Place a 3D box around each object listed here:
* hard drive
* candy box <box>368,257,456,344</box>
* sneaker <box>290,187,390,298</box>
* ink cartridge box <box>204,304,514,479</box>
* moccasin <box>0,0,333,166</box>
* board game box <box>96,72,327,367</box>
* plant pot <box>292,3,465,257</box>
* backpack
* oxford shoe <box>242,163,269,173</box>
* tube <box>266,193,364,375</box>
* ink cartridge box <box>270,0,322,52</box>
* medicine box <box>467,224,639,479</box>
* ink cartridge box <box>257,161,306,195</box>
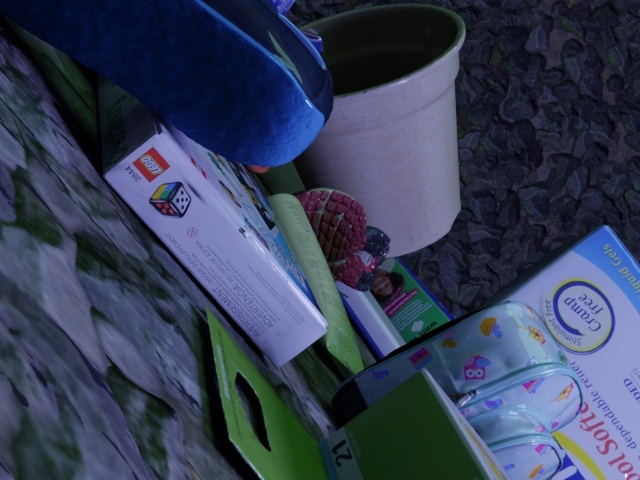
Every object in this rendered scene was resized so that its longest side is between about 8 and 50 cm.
[{"bbox_3d":[0.106,0.163,1.649,0.319,0.040,0.210,55,4,26],"label":"hard drive"},{"bbox_3d":[0.220,0.203,1.922,0.268,0.122,0.317,47,1,-40],"label":"candy box"},{"bbox_3d":[0.000,0.000,1.435,0.112,0.121,0.299,24,-7,21],"label":"sneaker"},{"bbox_3d":[0.048,0.139,0.616,0.255,0.097,0.189,53,3,-20],"label":"ink cartridge box"},{"bbox_3d":[-0.137,-0.177,0.722,0.342,0.138,0.117,45,28,-3],"label":"moccasin"},{"bbox_3d":[-0.097,-0.045,0.843,0.193,0.053,0.305,51,4,-24],"label":"board game box"},{"bbox_3d":[0.080,-0.155,1.604,0.334,0.333,0.305,-121,-167,-58],"label":"plant pot"},{"bbox_3d":[0.128,0.144,0.877,0.144,0.188,0.166,56,3,36],"label":"backpack"},{"bbox_3d":[-0.144,-0.231,1.691,0.364,0.132,0.130,-97,163,-44],"label":"oxford shoe"},{"bbox_3d":[-0.013,0.048,1.120,0.070,0.062,0.240,-1,43,-28],"label":"tube"},{"bbox_3d":[-0.171,-0.290,0.988,0.395,0.151,0.270,44,4,-2],"label":"ink cartridge box"},{"bbox_3d":[0.240,0.177,1.073,0.263,0.289,0.149,54,-16,5],"label":"medicine box"},{"bbox_3d":[0.004,-0.163,1.912,0.100,0.237,0.172,56,3,1],"label":"ink cartridge box"}]
